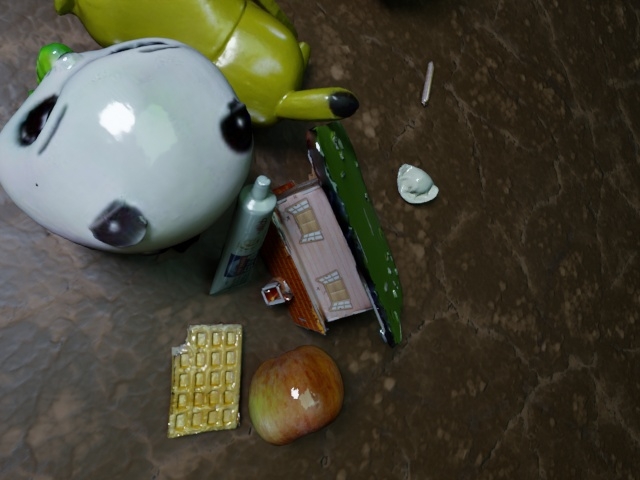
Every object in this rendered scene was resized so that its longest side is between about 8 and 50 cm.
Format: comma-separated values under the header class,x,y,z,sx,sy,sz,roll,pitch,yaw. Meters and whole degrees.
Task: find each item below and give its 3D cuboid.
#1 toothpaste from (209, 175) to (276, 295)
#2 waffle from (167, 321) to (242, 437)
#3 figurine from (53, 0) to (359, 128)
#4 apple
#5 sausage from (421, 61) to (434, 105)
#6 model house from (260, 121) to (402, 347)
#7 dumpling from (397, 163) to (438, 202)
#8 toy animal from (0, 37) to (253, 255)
class,x,y,z,sx,sy,sz,roll,pitch,yaw
toothpaste,-0.088,0.005,0.480,0.060,0.233,0.038,-25,70,-32
waffle,-0.144,0.171,0.533,0.092,0.021,0.134,4,81,-28
figurine,-0.129,-0.252,0.530,0.327,0.169,0.218,32,26,-29
apple,-0.033,0.193,0.535,0.126,0.126,0.101,-17,75,-30
sausage,0.205,-0.299,0.804,0.015,0.015,0.100,20,73,-25
model house,0.000,0.001,0.596,0.207,0.154,0.293,-60,129,-69
dumpling,0.164,-0.095,0.737,0.077,0.043,0.059,33,84,-38
toy animal,-0.187,-0.087,0.416,0.213,0.267,0.212,4,80,-23
